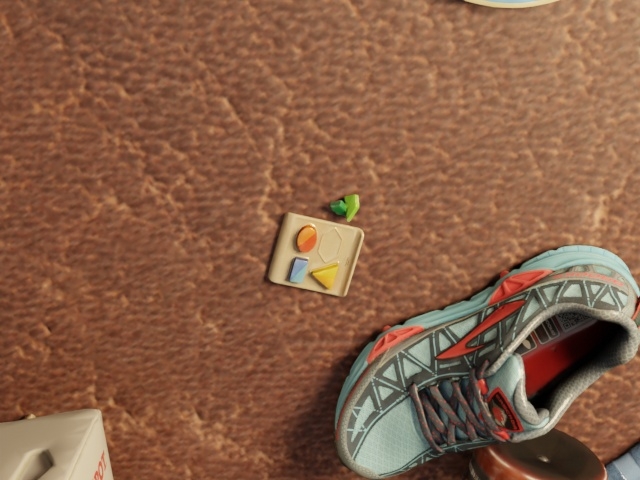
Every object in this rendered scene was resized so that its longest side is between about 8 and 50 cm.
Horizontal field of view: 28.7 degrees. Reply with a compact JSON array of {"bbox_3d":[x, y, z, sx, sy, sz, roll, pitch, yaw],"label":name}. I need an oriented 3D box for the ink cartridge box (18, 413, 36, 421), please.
[{"bbox_3d":[-0.247,0.286,0.981,0.193,0.088,0.235,-31,103,7],"label":"ink cartridge box"}]

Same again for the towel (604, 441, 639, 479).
[{"bbox_3d":[0.256,0.202,1.010,0.119,0.029,0.067,-37,107,11],"label":"towel"}]

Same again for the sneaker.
[{"bbox_3d":[0.118,0.099,0.914,0.262,0.125,0.104,-35,107,10],"label":"sneaker"}]

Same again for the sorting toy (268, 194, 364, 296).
[{"bbox_3d":[0.000,0.000,0.933,0.062,0.012,0.083,14,110,-7],"label":"sorting toy"}]

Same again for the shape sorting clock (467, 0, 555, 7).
[{"bbox_3d":[0.131,-0.256,0.826,0.206,0.040,0.206,-1,110,-2],"label":"shape sorting clock"}]

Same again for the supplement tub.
[{"bbox_3d":[0.147,0.248,0.983,0.106,0.106,0.198,13,109,-7],"label":"supplement tub"}]

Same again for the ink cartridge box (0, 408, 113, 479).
[{"bbox_3d":[-0.192,0.284,0.827,0.121,0.211,0.289,-8,104,1],"label":"ink cartridge box"}]
